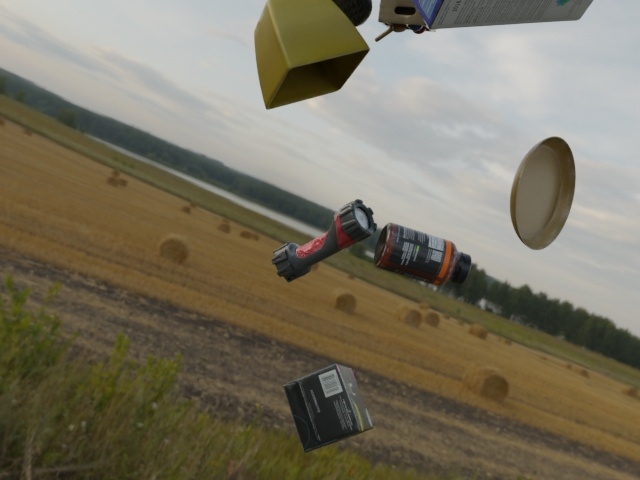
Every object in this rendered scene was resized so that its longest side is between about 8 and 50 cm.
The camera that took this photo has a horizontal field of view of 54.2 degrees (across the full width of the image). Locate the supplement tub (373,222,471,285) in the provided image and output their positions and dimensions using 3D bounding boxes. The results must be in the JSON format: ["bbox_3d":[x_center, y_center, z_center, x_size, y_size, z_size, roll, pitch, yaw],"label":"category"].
[{"bbox_3d":[0.222,0.036,1.359,0.198,0.106,0.106,18,1,-5],"label":"supplement tub"}]

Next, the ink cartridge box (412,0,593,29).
[{"bbox_3d":[0.303,-0.489,0.990,0.396,0.151,0.270,-13,-26,-22],"label":"ink cartridge box"}]

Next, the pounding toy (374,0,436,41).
[{"bbox_3d":[0.178,-0.483,1.354,0.141,0.100,0.130,10,14,16],"label":"pounding toy"}]

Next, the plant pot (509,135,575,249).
[{"bbox_3d":[0.456,-0.098,1.296,0.236,0.236,0.032,21,-3,-43],"label":"plant pot"}]

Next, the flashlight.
[{"bbox_3d":[0.000,0.000,1.612,0.304,0.103,0.103,-27,-48,34],"label":"flashlight"}]

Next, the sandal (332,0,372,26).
[{"bbox_3d":[0.046,-0.648,1.623,0.446,0.107,0.167,43,-26,63],"label":"sandal"}]

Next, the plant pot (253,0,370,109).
[{"bbox_3d":[-0.045,-0.457,1.465,0.212,0.187,0.212,-21,-6,-23],"label":"plant pot"}]

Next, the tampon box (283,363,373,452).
[{"bbox_3d":[0.018,0.296,1.114,0.161,0.102,0.120,46,23,-71],"label":"tampon box"}]
